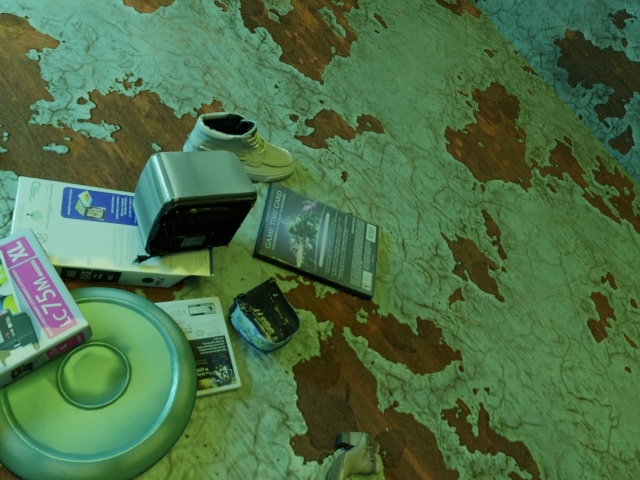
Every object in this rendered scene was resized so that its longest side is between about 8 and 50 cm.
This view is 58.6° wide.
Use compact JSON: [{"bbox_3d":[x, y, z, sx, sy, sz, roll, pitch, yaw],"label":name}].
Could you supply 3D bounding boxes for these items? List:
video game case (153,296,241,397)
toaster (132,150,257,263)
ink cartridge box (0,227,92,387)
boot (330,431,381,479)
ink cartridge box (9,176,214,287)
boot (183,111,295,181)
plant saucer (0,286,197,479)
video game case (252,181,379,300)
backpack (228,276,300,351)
[{"bbox_3d":[-0.244,0.186,0.971,0.190,0.022,0.173,-3,61,-33],"label":"video game case"},{"bbox_3d":[-0.224,-0.058,0.966,0.185,0.168,0.110,-9,63,-35],"label":"toaster"},{"bbox_3d":[-0.504,0.130,0.781,0.311,0.065,0.186,-31,76,-25],"label":"ink cartridge box"},{"bbox_3d":[0.067,0.394,1.004,0.086,0.042,0.119,27,50,-16],"label":"boot"},{"bbox_3d":[-0.358,-0.007,1.003,0.332,0.065,0.166,7,57,-25],"label":"ink cartridge box"},{"bbox_3d":[-0.151,-0.200,1.212,0.258,0.123,0.095,1,60,-30],"label":"boot"},{"bbox_3d":[-0.342,0.207,0.862,0.317,0.044,0.318,11,57,-18],"label":"plant saucer"},{"bbox_3d":[0.000,0.000,1.237,0.274,0.026,0.196,21,51,-16],"label":"video game case"},{"bbox_3d":[-0.099,0.145,1.041,0.105,0.084,0.114,-28,72,-39],"label":"backpack"}]
